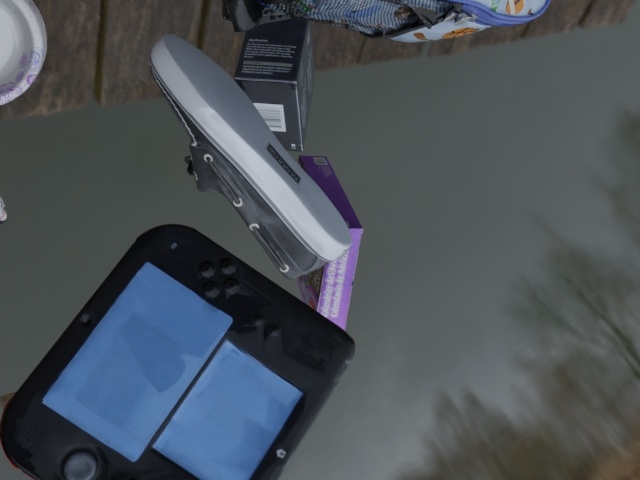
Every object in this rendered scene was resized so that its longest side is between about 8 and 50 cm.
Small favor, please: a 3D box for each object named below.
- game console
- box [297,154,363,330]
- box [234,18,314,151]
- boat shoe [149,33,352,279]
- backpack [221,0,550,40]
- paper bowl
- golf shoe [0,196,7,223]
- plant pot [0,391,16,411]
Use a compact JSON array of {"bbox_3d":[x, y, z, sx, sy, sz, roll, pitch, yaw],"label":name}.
[{"bbox_3d":[-0.182,0.197,1.106,0.386,0.342,0.060,-56,177,-23],"label":"game console"},{"bbox_3d":[0.000,0.000,1.449,0.057,0.293,0.200,1,118,-13],"label":"box"},{"bbox_3d":[-0.064,-0.243,1.253,0.093,0.158,0.156,5,147,6],"label":"box"},{"bbox_3d":[-0.071,-0.061,0.689,0.076,0.228,0.080,-37,-166,22],"label":"boat shoe"},{"bbox_3d":[0.078,-0.269,0.601,0.263,0.213,0.276,0,96,-53],"label":"backpack"},{"bbox_3d":[-0.736,-0.436,1.797,0.284,0.148,0.284,-3,110,-10],"label":"paper bowl"},{"bbox_3d":[-0.503,-0.062,1.235,0.086,0.067,0.186,23,169,-14],"label":"golf shoe"},{"bbox_3d":[-0.356,0.257,1.280,0.238,0.109,0.237,-16,176,-1],"label":"plant pot"}]
